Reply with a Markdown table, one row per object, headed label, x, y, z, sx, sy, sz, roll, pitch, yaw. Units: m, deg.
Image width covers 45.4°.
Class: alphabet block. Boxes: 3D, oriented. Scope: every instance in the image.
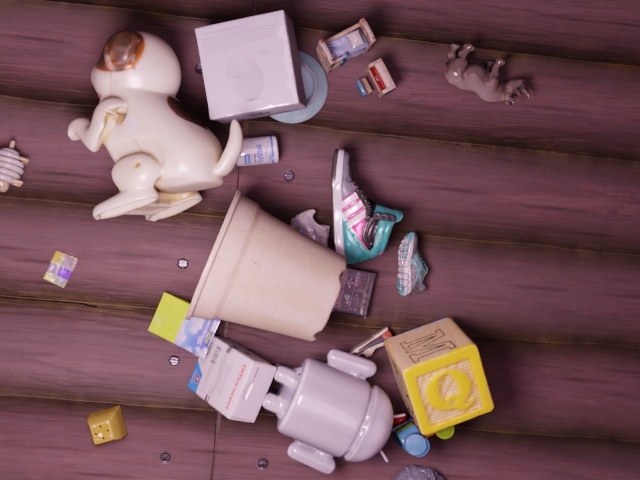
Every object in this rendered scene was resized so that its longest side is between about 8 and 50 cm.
| label | x | y | z | sx | sy | sz | roll | pitch | yaw |
| --- | --- | --- | --- | --- | --- | --- | --- | --- | --- |
| alphabet block | 0.290 | 0.330 | 1.898 | 0.193 | 0.197 | 0.192 | -21 | 106 | -3 |

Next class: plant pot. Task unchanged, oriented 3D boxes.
| label | x | y | z | sx | sy | sz | roll | pitch | yaw |
| --- | --- | --- | --- | --- | --- | --- | --- | --- | --- |
| plant pot | -0.536 | 0.468 | 1.908 | 0.082 | 0.083 | 0.081 | -15 | 92 | -5 |
| plant pot | -0.117 | 0.087 | 1.814 | 0.305 | 0.334 | 0.333 | 23 | 89 | -6 |

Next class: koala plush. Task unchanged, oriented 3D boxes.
| label | x | y | z | sx | sy | sz | roll | pitch | yaw |
| --- | --- | --- | --- | --- | --- | --- | --- | --- | --- |
| koala plush | 0.271 | 0.681 | 1.907 | 0.196 | 0.221 | 0.203 | -28 | 93 | -3 |

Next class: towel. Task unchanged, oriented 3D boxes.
| label | x | y | z | sx | sy | sz | roll | pitch | yaw |
| --- | --- | --- | --- | --- | --- | --- | --- | --- | --- |
| towel | -0.655 | 0.070 | 1.929 | 0.060 | 0.009 | 0.083 | 26 | 89 | -5 |

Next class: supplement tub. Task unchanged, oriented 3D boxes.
| label | x | y | z | sx | sy | sz | roll | pitch | yaw |
| --- | --- | --- | --- | --- | --- | --- | --- | --- | --- |
| supplement tub | -0.161 | -0.226 | 1.933 | 0.107 | 0.071 | 0.071 | -7 | 91 | -5 |

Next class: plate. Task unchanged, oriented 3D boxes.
| label | x | y | z | sx | sy | sz | roll | pitch | yaw |
| --- | --- | --- | --- | --- | --- | --- | --- | --- | --- |
| plate | -0.074 | -0.396 | 1.961 | 0.188 | 0.024 | 0.188 | 0 | 90 | -5 |

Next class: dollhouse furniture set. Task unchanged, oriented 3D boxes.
| label | x | y | z | sx | sy | sz | roll | pitch | yaw |
| --- | --- | --- | --- | --- | --- | --- | --- | --- | --- |
| dollhouse furniture set | 0.090 | -0.435 | 1.920 | 0.129 | 0.129 | 0.183 | -29 | 93 | -3 |

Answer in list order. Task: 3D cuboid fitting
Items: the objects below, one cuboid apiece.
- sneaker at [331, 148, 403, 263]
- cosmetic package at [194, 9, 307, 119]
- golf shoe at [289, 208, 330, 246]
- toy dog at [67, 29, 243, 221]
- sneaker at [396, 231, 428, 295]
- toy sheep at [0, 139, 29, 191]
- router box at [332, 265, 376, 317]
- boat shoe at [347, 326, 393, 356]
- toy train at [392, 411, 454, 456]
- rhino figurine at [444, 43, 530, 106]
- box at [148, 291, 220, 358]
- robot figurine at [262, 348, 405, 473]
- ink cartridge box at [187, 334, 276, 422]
| label | x | y | z | sx | sy | sz | roll | pitch | yaw |
| --- | --- | --- | --- | --- | --- | --- | --- | --- | --- |
| sneaker | 0.117 | -0.086 | 1.929 | 0.178 | 0.124 | 0.295 | -3 | 99 | 0 |
| cosmetic package | -0.167 | -0.420 | 1.878 | 0.224 | 0.138 | 0.224 | -9 | 93 | 9 |
| golf shoe | 0.000 | 0.000 | 1.954 | 0.086 | 0.069 | 0.176 | -35 | 95 | -9 |
| toy dog | -0.404 | -0.286 | 1.784 | 0.395 | 0.284 | 0.407 | -23 | 83 | 30 |
| sneaker | 0.243 | 0.062 | 1.984 | 0.076 | 0.065 | 0.166 | 4 | 94 | -21 |
| toy sheep | -0.769 | -0.182 | 1.881 | 0.091 | 0.091 | 0.132 | 10 | 76 | -5 |
| router box | 0.084 | 0.132 | 1.975 | 0.092 | 0.038 | 0.122 | 13 | 90 | -5 |
| boat shoe | 0.128 | 0.275 | 1.978 | 0.137 | 0.049 | 0.043 | -32 | 95 | -8 |
| toy train | 0.309 | 0.460 | 1.945 | 0.248 | 0.143 | 0.105 | -27 | 93 | -3 |
| rhino figurine | 0.432 | -0.416 | 1.977 | 0.243 | 0.073 | 0.106 | 23 | 85 | -6 |
| box | -0.332 | 0.211 | 1.905 | 0.178 | 0.042 | 0.109 | 22 | 89 | 22 |
| robot figurine | 0.030 | 0.420 | 1.894 | 0.353 | 0.200 | 0.300 | 25 | 88 | -4 |
| ink cartridge box | -0.218 | 0.334 | 1.868 | 0.086 | 0.203 | 0.148 | 24 | 89 | -42 |
